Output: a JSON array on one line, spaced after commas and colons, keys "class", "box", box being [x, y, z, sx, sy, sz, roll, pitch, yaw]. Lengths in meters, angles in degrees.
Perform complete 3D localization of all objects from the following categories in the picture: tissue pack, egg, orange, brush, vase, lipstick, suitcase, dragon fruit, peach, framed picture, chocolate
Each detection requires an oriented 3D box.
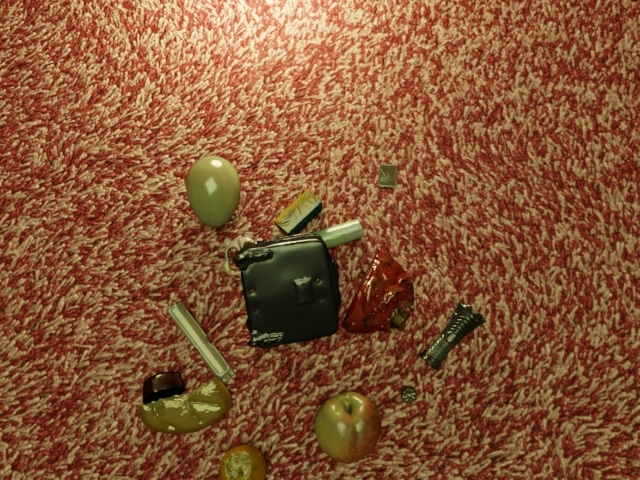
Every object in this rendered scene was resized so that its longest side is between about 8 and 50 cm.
[{"class": "tissue pack", "box": [-0.077, -0.092, 1.717, 0.169, 0.120, 0.082, -43, 82, -5]}, {"class": "egg", "box": [-0.376, -0.172, 1.707, 0.188, 0.188, 0.254, -1, 89, 1]}, {"class": "orange", "box": [-0.249, 0.737, 1.550, 0.154, 0.134, 0.155, 0, 84, -4]}, {"class": "brush", "box": [-0.413, 0.351, 1.679, 0.060, 0.050, 0.321, -37, 88, -8]}, {"class": "vase", "box": [0.440, 0.326, 1.633, 0.115, 0.115, 0.237, 41, 87, 9]}, {"class": "lipstick", "box": [0.000, 0.000, 1.720, 0.304, 0.076, 0.076, -19, 79, -2]}, {"class": "suitcase", "box": [-0.101, 0.160, 1.601, 0.339, 0.188, 0.345, -9, 96, -2]}, {"class": "dragon fruit", "box": [0.223, 0.196, 1.636, 0.205, 0.152, 0.317, 25, 80, 5]}, {"class": "peach", "box": [0.085, 0.605, 1.551, 0.232, 0.232, 0.233, 0, 79, 2]}, {"class": "framed picture", "box": [0.249, -0.241, 1.794, 0.066, 0.007, 0.089, 3, 78, 3]}, {"class": "chocolate", "box": [-0.543, 0.486, 1.623, 0.148, 0.125, 0.080, -22, 62, 1]}]

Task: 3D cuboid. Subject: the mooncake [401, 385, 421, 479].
[{"class": "mooncake", "box": [0.306, 0.666, 1.594, 0.150, 0.057, 0.347, -25, 72, 10]}]

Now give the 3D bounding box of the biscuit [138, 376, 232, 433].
[{"class": "biscuit", "box": [-0.442, 0.568, 1.613, 0.299, 0.045, 0.154, -18, 96, -7]}]

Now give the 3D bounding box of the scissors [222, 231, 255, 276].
[{"class": "scissors", "box": [-0.255, 0.130, 1.726, 0.160, 0.024, 0.318, -18, 81, -2]}]
